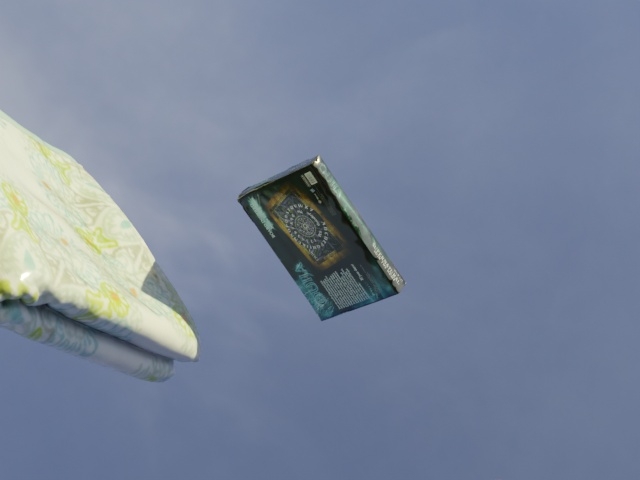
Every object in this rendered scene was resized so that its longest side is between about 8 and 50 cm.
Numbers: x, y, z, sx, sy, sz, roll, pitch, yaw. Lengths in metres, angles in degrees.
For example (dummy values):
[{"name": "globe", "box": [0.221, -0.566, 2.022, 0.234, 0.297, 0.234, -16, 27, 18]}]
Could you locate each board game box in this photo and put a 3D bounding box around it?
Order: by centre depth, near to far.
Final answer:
[{"name": "board game box", "box": [0.000, 0.000, 1.765, 0.126, 0.186, 0.026, -22, -161, 39]}]

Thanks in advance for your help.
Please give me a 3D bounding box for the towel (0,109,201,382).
[{"name": "towel", "box": [-0.299, -0.014, 1.612, 0.090, 0.374, 0.320, -42, -119, 9]}]
